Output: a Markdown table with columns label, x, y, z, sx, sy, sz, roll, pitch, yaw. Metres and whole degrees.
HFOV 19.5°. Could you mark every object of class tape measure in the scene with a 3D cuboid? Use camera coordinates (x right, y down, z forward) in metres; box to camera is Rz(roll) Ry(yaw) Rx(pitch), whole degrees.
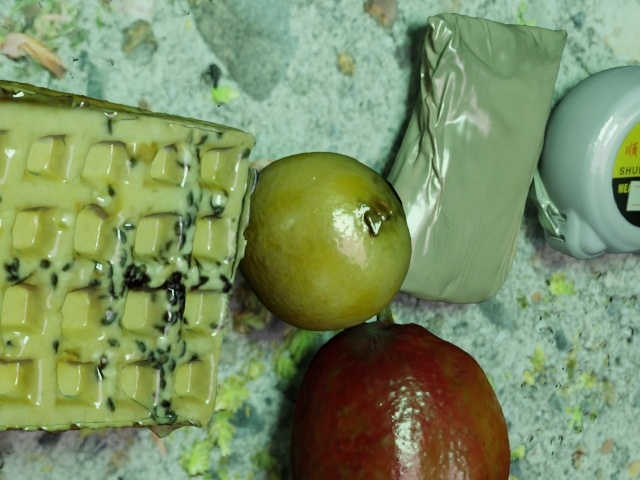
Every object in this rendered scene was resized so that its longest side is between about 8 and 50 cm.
| label | x | y | z | sx | sy | sz | roll | pitch | yaw |
| --- | --- | --- | --- | --- | --- | --- | --- | --- | --- |
| tape measure | 0.285 | -0.074 | 1.730 | 0.196 | 0.105 | 0.178 | 0 | 105 | -32 |

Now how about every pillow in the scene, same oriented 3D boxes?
| label | x | y | z | sx | sy | sz | roll | pitch | yaw |
| --- | --- | --- | --- | --- | --- | --- | --- | --- | --- |
| pillow | 0.126 | -0.075 | 1.640 | 0.173 | 0.067 | 0.270 | 14 | 89 | -38 |

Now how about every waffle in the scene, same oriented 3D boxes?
| label | x | y | z | sx | sy | sz | roll | pitch | yaw |
| --- | --- | --- | --- | --- | --- | --- | --- | --- | --- |
| waffle | -0.216 | 0.018 | 1.345 | 0.376 | 0.114 | 0.260 | 8 | 90 | -50 |

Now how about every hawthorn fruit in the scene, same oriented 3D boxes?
| label | x | y | z | sx | sy | sz | roll | pitch | yaw |
| --- | --- | --- | --- | --- | --- | --- | --- | --- | --- |
| hawthorn fruit | 0.067 | 0.159 | 1.572 | 0.190 | 0.189 | 0.251 | 2 | 90 | -34 |

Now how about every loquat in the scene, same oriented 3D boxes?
| label | x | y | z | sx | sy | sz | roll | pitch | yaw |
| --- | --- | --- | --- | --- | --- | --- | --- | --- | --- |
| loquat | 0.000 | 0.000 | 1.520 | 0.163 | 0.163 | 0.137 | 54 | 45 | -27 |
